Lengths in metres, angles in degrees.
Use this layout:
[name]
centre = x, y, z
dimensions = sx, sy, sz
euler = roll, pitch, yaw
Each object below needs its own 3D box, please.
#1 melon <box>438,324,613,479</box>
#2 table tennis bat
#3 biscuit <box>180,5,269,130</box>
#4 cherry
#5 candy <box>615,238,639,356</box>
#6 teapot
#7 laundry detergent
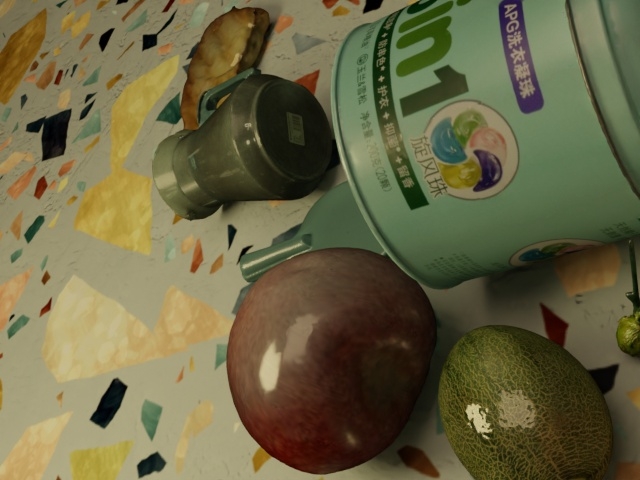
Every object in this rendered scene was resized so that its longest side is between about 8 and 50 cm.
[melon]
centre = 0.180, 0.157, 0.788
dimensions = 0.139, 0.139, 0.192
euler = -44, 42, 10
[table tennis bat]
centre = 0.000, 0.000, 1.132
dimensions = 0.244, 0.040, 0.153
euler = -22, 50, 26
[biscuit]
centre = -0.160, -0.247, 1.435
dimensions = 0.154, 0.045, 0.299
euler = -13, 57, 36
[cherry]
centre = -0.006, 0.114, 0.934
dimensions = 0.239, 0.206, 0.240
euler = -13, 68, 36
[candy]
centre = 0.276, 0.051, 0.792
dimensions = 0.035, 0.123, 0.035
euler = -12, 32, 7
[teapot]
centre = -0.112, -0.133, 1.227
dimensions = 0.225, 0.171, 0.203
euler = -17, 66, 41
[laundry detergent]
centre = 0.213, -0.126, 0.836
dimensions = 0.305, 0.287, 0.287
euler = -18, 52, 34
